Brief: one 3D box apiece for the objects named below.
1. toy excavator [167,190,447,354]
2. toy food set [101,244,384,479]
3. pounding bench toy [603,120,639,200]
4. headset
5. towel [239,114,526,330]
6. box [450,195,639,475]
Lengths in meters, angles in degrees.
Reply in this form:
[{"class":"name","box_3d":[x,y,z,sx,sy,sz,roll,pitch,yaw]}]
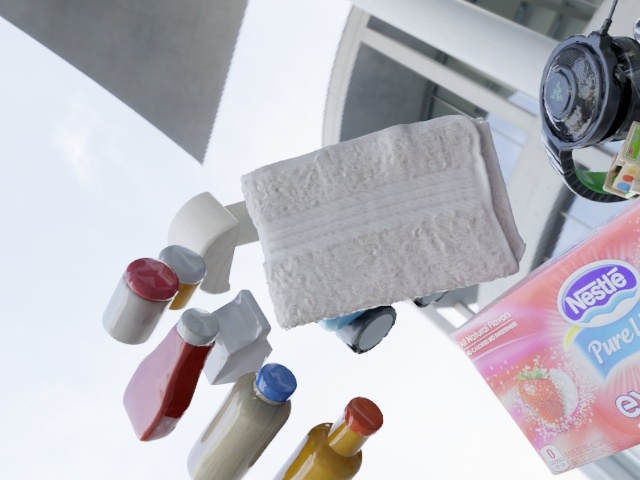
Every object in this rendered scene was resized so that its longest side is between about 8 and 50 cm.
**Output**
[{"class":"toy excavator","box_3d":[0.000,0.000,1.157,0.433,0.222,0.445,-35,-34,-15]},{"class":"toy food set","box_3d":[-0.065,0.070,0.483,0.111,0.232,0.104,2,-48,-42]},{"class":"pounding bench toy","box_3d":[0.326,-0.065,0.743,0.083,0.052,0.065,-60,-15,-27]},{"class":"headset","box_3d":[0.376,-0.183,0.808,0.244,0.185,0.394,-25,-46,4]},{"class":"towel","box_3d":[0.065,-0.020,0.784,0.282,0.187,0.049,-16,-7,8]},{"class":"box","box_3d":[0.265,0.043,0.552,0.142,0.154,0.300,-26,-13,-40]}]
